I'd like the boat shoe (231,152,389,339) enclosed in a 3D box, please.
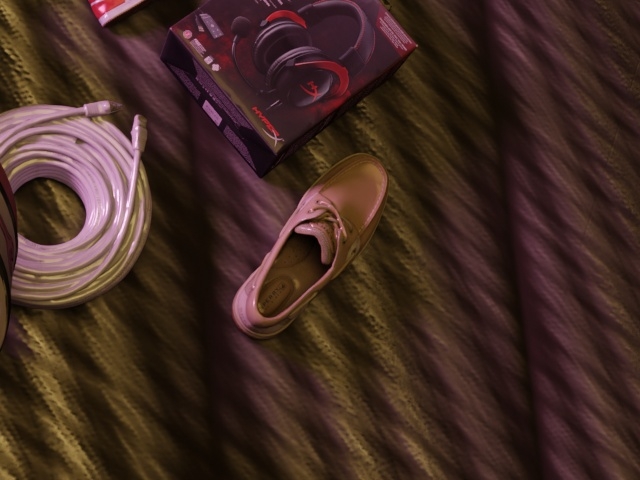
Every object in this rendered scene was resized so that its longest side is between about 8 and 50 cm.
[{"bbox_3d":[0.000,0.000,1.522,0.109,0.098,0.302,41,70,-3],"label":"boat shoe"}]

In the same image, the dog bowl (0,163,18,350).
[{"bbox_3d":[-0.508,-0.012,1.243,0.408,0.408,0.150,22,37,-10],"label":"dog bowl"}]

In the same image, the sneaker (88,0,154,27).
[{"bbox_3d":[-0.258,-0.340,1.562,0.118,0.042,0.067,-34,91,-19],"label":"sneaker"}]

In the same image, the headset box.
[{"bbox_3d":[-0.032,-0.262,1.571,0.293,0.110,0.218,-39,89,-21],"label":"headset box"}]

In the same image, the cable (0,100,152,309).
[{"bbox_3d":[-0.338,-0.042,1.442,0.257,0.089,0.257,-1,78,-15],"label":"cable"}]
